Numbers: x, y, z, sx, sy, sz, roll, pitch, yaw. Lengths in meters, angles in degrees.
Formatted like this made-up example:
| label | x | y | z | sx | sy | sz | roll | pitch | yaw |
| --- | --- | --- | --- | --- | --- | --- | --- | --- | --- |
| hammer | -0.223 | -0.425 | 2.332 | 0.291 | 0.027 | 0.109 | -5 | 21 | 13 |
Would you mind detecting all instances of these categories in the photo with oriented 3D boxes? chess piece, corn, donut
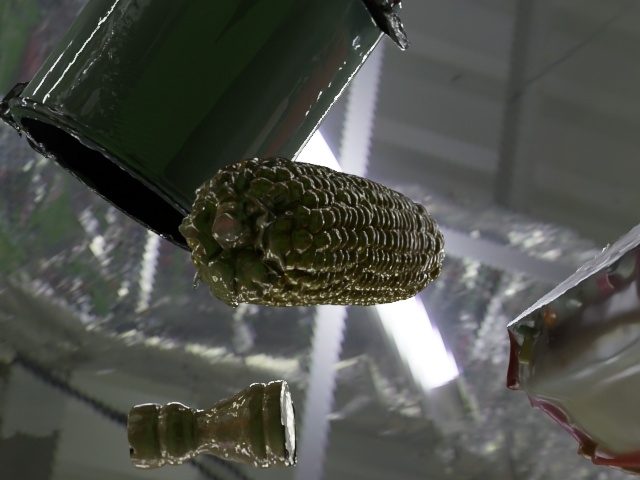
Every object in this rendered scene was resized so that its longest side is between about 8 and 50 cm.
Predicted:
| label | x | y | z | sx | sy | sz | roll | pitch | yaw |
| --- | --- | --- | --- | --- | --- | --- | --- | --- | --- |
| chess piece | -0.082 | 0.144 | 1.391 | 0.122 | 0.066 | 0.066 | -7 | -100 | 6 |
| corn | 0.005 | -0.001 | 1.172 | 0.260 | 0.091 | 0.091 | 7 | -98 | -64 |
| donut | 0.285 | 0.005 | 1.088 | 0.382 | 0.382 | 0.142 | -34 | -95 | -28 |

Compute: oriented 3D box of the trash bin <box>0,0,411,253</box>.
| label | x | y | z | sx | sy | sz | roll | pitch | yaw |
| --- | --- | --- | --- | --- | --- | --- | --- | --- | --- |
| trash bin | -0.093 | -0.148 | 1.517 | 0.262 | 0.277 | 0.217 | -56 | -31 | -11 |
